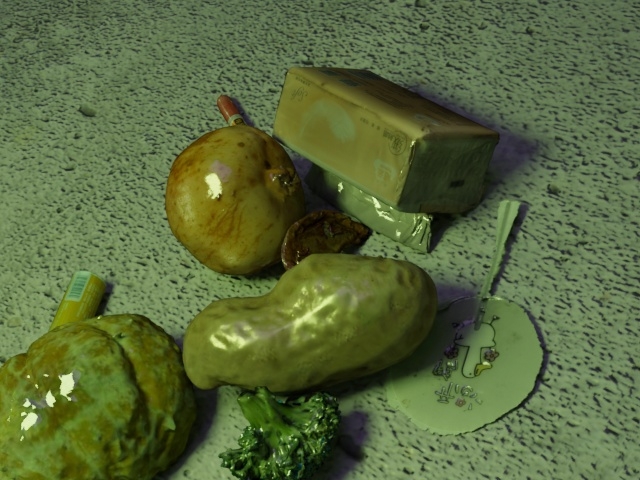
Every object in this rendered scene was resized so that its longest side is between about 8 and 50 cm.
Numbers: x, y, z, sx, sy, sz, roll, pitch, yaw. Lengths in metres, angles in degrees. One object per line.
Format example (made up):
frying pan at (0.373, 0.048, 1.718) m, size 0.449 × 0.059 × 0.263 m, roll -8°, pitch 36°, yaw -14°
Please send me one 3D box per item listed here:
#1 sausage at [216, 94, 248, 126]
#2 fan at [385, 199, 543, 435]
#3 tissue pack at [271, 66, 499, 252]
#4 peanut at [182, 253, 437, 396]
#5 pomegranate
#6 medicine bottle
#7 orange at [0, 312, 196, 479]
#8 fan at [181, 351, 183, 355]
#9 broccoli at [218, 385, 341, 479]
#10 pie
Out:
sausage at (-0.141, -0.199, 2.105) m, size 0.034 × 0.034 × 0.253 m, roll -31°, pitch 48°, yaw -4°
fan at (0.238, 0.107, 1.698) m, size 0.233 × 0.012 × 0.414 m, roll 7°, pitch 58°, yaw 28°
tissue pack at (0.091, -0.132, 1.850) m, size 0.238 × 0.238 × 0.305 m, roll -45°, pitch 50°, yaw -16°
peanut at (-0.019, 0.123, 1.666) m, size 0.387 × 0.169 × 0.192 m, roll -18°, pitch 85°, yaw 5°
pomegranate at (-0.133, -0.066, 1.853) m, size 0.248 × 0.248 × 0.248 m, roll -12°, pitch 48°, yaw 14°
medicine bottle at (-0.419, 0.153, 1.902) m, size 0.074 × 0.074 × 0.218 m, roll -2°, pitch 50°, yaw 22°
orange at (-0.365, 0.260, 1.683) m, size 0.369 × 0.210 × 0.271 m, roll -35°, pitch 71°, yaw -5°
fan at (-0.232, 0.204, 1.823) m, size 0.083 × 0.004 × 0.056 m, roll 28°, pitch 67°, yaw 37°
broccoli at (-0.059, 0.265, 1.597) m, size 0.167 × 0.160 × 0.154 m, roll -16°, pitch 24°, yaw 27°
pie at (-0.002, -0.001, 1.814) m, size 0.191 × 0.088 × 0.033 m, roll -33°, pitch 3°, yaw -42°
